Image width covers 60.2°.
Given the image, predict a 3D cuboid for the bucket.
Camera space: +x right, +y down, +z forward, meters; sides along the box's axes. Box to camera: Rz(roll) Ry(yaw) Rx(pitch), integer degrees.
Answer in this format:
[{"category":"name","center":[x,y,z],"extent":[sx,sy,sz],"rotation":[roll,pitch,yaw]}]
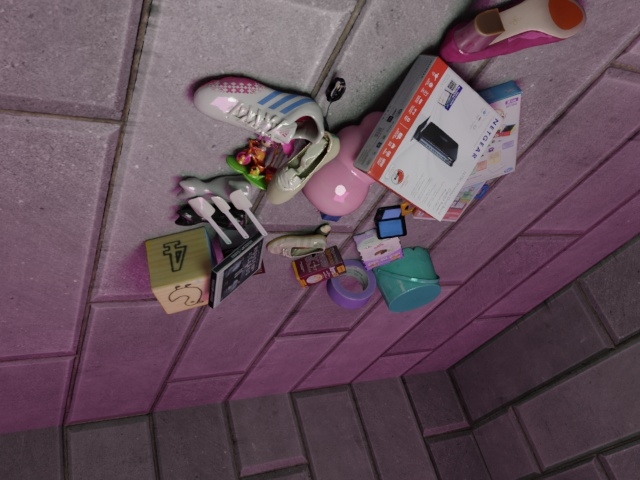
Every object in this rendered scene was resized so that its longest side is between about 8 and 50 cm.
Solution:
[{"category":"bucket","center":[0.373,0.173,2.362],"extent":[0.281,0.183,0.281],"rotation":[-15,151,-9]}]

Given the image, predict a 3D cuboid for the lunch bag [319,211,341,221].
[{"category":"lunch bag","center":[0.041,-0.111,1.827],"extent":[0.065,0.067,0.098],"rotation":[5,142,-36]}]

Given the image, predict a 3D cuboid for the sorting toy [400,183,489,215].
[{"category":"sorting toy","center":[0.437,-0.179,1.956],"extent":[0.347,0.047,0.196],"rotation":[-14,143,-12]}]

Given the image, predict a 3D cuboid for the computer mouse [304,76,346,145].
[{"category":"computer mouse","center":[0.005,-0.329,1.444],"extent":[0.041,0.071,0.242],"rotation":[-10,148,-29]}]

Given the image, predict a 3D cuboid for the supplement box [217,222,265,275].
[{"category":"supplement box","center":[-0.270,0.045,1.908],"extent":[0.130,0.073,0.239],"rotation":[-14,149,-9]}]

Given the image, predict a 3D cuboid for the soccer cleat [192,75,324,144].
[{"category":"soccer cleat","center":[-0.136,-0.305,1.331],"extent":[0.331,0.143,0.116],"rotation":[1,145,-27]}]

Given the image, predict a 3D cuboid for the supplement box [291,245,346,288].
[{"category":"supplement box","center":[-0.003,0.104,2.145],"extent":[0.188,0.081,0.104],"rotation":[-20,150,3]}]

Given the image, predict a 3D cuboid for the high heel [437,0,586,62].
[{"category":"high heel","center":[0.479,-0.526,1.388],"extent":[0.377,0.127,0.181],"rotation":[-11,178,-21]}]

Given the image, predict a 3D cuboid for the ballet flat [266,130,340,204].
[{"category":"ballet flat","center":[-0.053,-0.192,1.441],"extent":[0.248,0.086,0.086],"rotation":[-44,146,5]}]

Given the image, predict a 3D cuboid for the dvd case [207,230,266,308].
[{"category":"dvd case","center":[-0.262,0.089,1.744],"extent":[0.238,0.029,0.179],"rotation":[-42,158,-40]}]

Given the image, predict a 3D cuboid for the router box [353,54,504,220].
[{"category":"router box","center":[0.293,-0.265,1.472],"extent":[0.301,0.082,0.336],"rotation":[27,96,-33]}]

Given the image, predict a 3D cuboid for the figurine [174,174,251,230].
[{"category":"figurine","center":[-0.318,-0.112,1.618],"extent":[0.209,0.092,0.215],"rotation":[-3,146,-18]}]

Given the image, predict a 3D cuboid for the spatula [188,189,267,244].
[{"category":"spatula","center":[-0.263,-0.065,1.619],"extent":[0.168,0.019,0.242],"rotation":[-14,147,10]}]

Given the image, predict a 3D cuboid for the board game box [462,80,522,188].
[{"category":"board game box","center":[0.483,-0.307,1.691],"extent":[0.242,0.064,0.317],"rotation":[-18,139,-1]}]

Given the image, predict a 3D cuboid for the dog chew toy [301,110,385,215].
[{"category":"dog chew toy","center":[0.098,-0.225,1.548],"extent":[0.332,0.207,0.206],"rotation":[-44,144,15]}]

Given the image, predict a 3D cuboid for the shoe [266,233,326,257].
[{"category":"shoe","center":[-0.086,0.023,1.956],"extent":[0.218,0.058,0.077],"rotation":[-7,143,7]}]

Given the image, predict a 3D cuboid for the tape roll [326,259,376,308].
[{"category":"tape roll","center":[0.123,0.176,2.224],"extent":[0.188,0.189,0.080],"rotation":[-7,148,-19]}]

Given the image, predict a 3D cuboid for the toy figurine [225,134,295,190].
[{"category":"toy figurine","center":[-0.145,-0.242,1.500],"extent":[0.173,0.130,0.159],"rotation":[26,118,-20]}]

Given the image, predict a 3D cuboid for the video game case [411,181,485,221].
[{"category":"video game case","center":[0.464,-0.178,1.907],"extent":[0.204,0.025,0.285],"rotation":[3,135,-29]}]

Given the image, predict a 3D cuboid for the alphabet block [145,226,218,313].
[{"category":"alphabet block","center":[-0.436,0.098,1.787],"extent":[0.197,0.194,0.192],"rotation":[-15,148,-6]}]

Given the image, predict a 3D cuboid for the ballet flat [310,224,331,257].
[{"category":"ballet flat","center":[0.000,0.000,2.005],"extent":[0.057,0.049,0.173],"rotation":[-3,147,-26]}]

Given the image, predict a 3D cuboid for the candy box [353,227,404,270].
[{"category":"candy box","center":[0.229,0.026,2.153],"extent":[0.164,0.070,0.196],"rotation":[-20,151,4]}]

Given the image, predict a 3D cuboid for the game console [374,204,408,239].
[{"category":"game console","center":[0.265,-0.068,2.013],"extent":[0.122,0.071,0.107],"rotation":[-9,146,-17]}]
